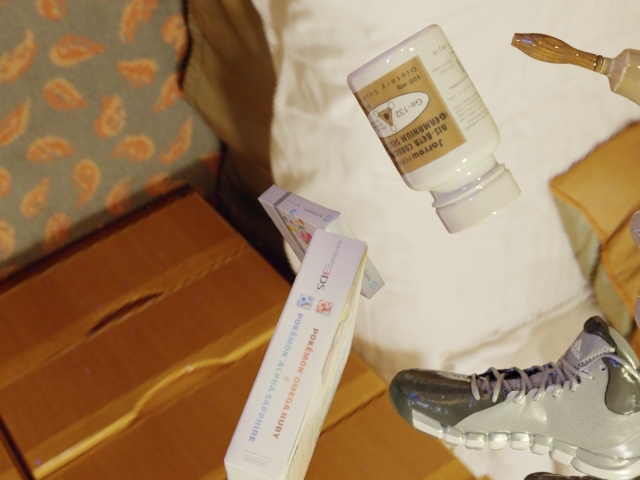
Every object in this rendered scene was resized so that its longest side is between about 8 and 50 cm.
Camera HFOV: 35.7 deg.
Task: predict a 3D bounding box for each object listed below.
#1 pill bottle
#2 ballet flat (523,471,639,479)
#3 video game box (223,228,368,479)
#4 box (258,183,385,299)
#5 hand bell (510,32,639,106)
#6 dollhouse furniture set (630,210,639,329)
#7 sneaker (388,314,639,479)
[{"bbox_3d":[0.141,-0.130,1.195,0.131,0.131,0.229,-33,96,-16],"label":"pill bottle"},{"bbox_3d":[0.320,0.301,1.166,0.173,0.049,0.057,1,135,-5],"label":"ballet flat"},{"bbox_3d":[-0.018,0.118,0.763,0.205,0.048,0.187,95,17,-62],"label":"video game box"},{"bbox_3d":[0.000,0.000,1.454,0.038,0.186,0.145,-44,125,-16],"label":"box"},{"bbox_3d":[0.396,-0.259,1.453,0.126,0.242,0.126,16,90,-88],"label":"hand bell"},{"bbox_3d":[0.557,0.092,1.315,0.256,0.362,0.394,8,75,-26],"label":"dollhouse furniture set"},{"bbox_3d":[0.179,0.110,0.822,0.228,0.086,0.132,14,118,-5],"label":"sneaker"}]
